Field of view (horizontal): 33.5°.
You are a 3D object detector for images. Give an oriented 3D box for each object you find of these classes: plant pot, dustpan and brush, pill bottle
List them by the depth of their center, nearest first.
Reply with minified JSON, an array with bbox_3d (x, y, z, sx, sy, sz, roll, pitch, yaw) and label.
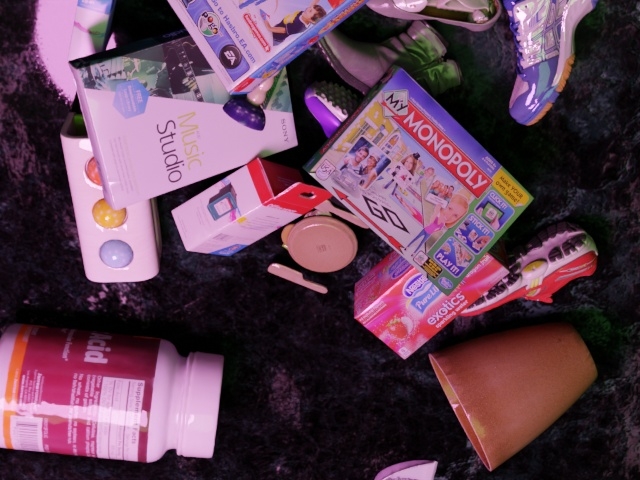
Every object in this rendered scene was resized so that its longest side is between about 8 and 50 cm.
[{"bbox_3d":[-0.378,0.278,1.913,0.392,0.224,0.224,7,123,-6],"label":"pill bottle"},{"bbox_3d":[0.365,0.258,1.936,0.254,0.237,0.237,-26,121,-2],"label":"plant pot"},{"bbox_3d":[0.129,0.513,2.174,0.211,0.060,0.147,5,123,-5],"label":"dustpan and brush"}]

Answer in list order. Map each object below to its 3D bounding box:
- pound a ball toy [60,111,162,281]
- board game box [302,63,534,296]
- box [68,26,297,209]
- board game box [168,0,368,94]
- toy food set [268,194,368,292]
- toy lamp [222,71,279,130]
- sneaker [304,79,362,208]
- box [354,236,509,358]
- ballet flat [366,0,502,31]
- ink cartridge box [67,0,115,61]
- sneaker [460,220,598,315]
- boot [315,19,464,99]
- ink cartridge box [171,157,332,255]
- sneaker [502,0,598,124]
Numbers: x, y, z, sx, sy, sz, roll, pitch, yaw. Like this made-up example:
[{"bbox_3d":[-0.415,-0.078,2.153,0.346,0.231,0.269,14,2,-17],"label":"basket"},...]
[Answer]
[{"bbox_3d":[-0.301,-0.089,1.729,0.208,0.135,0.319,-1,123,0],"label":"pound a ball toy"},{"bbox_3d":[0.157,-0.090,1.663,0.317,0.046,0.213,40,92,-21],"label":"board game box"},{"bbox_3d":[-0.198,-0.205,1.615,0.322,0.058,0.232,-23,123,-22],"label":"box"},{"bbox_3d":[-0.081,-0.414,1.468,0.302,0.086,0.308,-34,86,19],"label":"board game box"},{"bbox_3d":[0.000,0.000,1.844,0.132,0.038,0.192,24,127,-13],"label":"toy food set"},{"bbox_3d":[-0.051,-0.297,1.562,0.080,0.080,0.274,27,107,-17],"label":"toy lamp"},{"bbox_3d":[0.054,-0.125,1.734,0.146,0.102,0.293,-38,116,21],"label":"sneaker"},{"bbox_3d":[0.189,0.066,1.844,0.128,0.122,0.257,40,114,-17],"label":"box"},{"bbox_3d":[0.171,-0.365,1.596,0.213,0.068,0.072,9,85,-10],"label":"ballet flat"},{"bbox_3d":[-0.341,-0.331,1.597,0.052,0.088,0.122,12,122,-9],"label":"ink cartridge box"},{"bbox_3d":[0.361,0.077,1.877,0.279,0.107,0.118,-25,129,17],"label":"sneaker"},{"bbox_3d":[0.101,-0.297,1.652,0.161,0.083,0.246,-41,116,8],"label":"boot"},{"bbox_3d":[-0.108,-0.061,1.735,0.231,0.078,0.134,-29,163,22],"label":"ink cartridge box"},{"bbox_3d":[0.325,-0.324,1.612,0.131,0.112,0.296,12,111,-11],"label":"sneaker"}]
